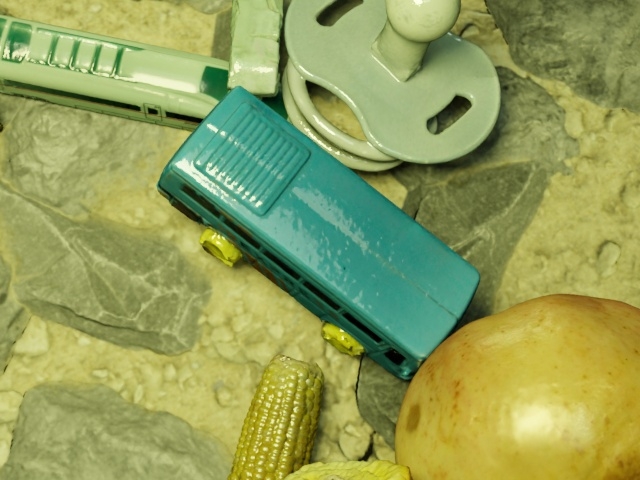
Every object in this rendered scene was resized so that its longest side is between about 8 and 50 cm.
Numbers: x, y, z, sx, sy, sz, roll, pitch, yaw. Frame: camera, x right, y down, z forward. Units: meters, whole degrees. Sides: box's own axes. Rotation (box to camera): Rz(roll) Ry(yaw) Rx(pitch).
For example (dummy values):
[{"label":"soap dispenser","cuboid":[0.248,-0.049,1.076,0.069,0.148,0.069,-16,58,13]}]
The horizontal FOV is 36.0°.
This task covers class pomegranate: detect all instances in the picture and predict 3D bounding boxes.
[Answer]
[{"label":"pomegranate","cuboid":[0.241,0.200,1.041,0.338,0.338,0.338,1,74,-5]}]

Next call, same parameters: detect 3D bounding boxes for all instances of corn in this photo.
[{"label":"corn","cuboid":[-0.062,0.284,1.099,0.097,0.097,0.319,15,73,-1]}]

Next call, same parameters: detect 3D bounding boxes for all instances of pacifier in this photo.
[{"label":"pacifier","cuboid":[0.091,-0.232,1.177,0.299,0.233,0.244,44,61,8]}]

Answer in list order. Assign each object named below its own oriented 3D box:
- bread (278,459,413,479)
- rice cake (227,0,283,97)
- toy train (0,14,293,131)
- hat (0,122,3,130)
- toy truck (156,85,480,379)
[{"label":"bread","cuboid":[0.053,0.411,0.955,0.165,0.237,0.375,-19,93,-35]},{"label":"rice cake","cuboid":[-0.078,-0.317,1.240,0.066,0.063,0.336,3,61,-5]},{"label":"toy train","cuboid":[-0.216,-0.200,1.219,0.407,0.088,0.086,11,72,-3]},{"label":"hat","cuboid":[-0.431,-0.156,1.203,0.077,0.059,0.076,15,90,4]},{"label":"toy truck","cuboid":[0.000,0.000,1.132,0.385,0.162,0.161,39,73,-4]}]
